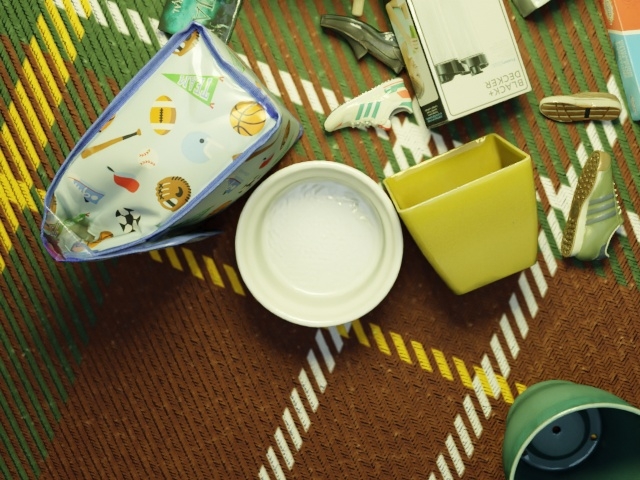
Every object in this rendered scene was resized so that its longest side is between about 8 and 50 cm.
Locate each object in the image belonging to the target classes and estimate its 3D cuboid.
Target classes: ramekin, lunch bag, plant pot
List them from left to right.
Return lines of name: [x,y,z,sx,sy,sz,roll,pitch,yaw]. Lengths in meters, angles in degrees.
lunch bag: [-0.230,-0.115,1.111,0.385,0.328,0.239,-42,91,6]
ramekin: [0.000,0.000,1.206,0.277,0.135,0.277,0,98,2]
plant pot: [0.246,-0.036,1.163,0.212,0.212,0.187,-22,108,5]
plant pot: [0.428,0.361,1.168,0.272,0.255,0.271,0,97,4]

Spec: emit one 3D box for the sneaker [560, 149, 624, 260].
sneaker: [0.488,-0.055,1.213,0.086,0.064,0.192,13,98,-6]

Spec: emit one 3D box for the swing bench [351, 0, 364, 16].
swing bench: [-0.036,-0.521,1.110,0.253,0.165,0.254,8,89,1]

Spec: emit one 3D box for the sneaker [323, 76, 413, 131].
sneaker: [0.086,-0.217,1.212,0.161,0.057,0.075,-28,89,3]

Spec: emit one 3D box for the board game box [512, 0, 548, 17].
board game box: [0.410,-0.550,1.134,0.303,0.097,0.224,-34,94,6]

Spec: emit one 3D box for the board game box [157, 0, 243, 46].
board game box: [-0.195,-0.436,1.216,0.126,0.026,0.186,20,98,1]

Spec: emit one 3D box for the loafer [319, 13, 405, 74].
loafer: [0.075,-0.341,1.197,0.170,0.062,0.061,21,103,2]

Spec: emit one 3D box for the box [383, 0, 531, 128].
box: [0.217,-0.350,1.149,0.169,0.087,0.290,-21,96,-15]

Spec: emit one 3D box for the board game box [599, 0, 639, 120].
board game box: [0.653,-0.364,1.159,0.317,0.064,0.242,-18,96,5]

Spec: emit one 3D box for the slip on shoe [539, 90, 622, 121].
slip on shoe: [0.447,-0.236,1.201,0.135,0.051,0.041,2,58,11]
